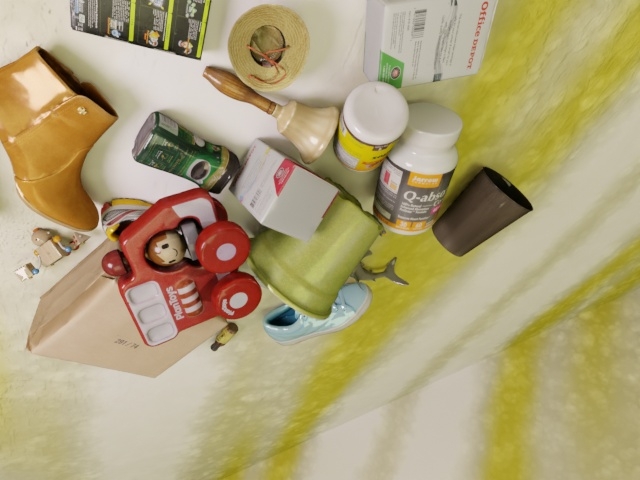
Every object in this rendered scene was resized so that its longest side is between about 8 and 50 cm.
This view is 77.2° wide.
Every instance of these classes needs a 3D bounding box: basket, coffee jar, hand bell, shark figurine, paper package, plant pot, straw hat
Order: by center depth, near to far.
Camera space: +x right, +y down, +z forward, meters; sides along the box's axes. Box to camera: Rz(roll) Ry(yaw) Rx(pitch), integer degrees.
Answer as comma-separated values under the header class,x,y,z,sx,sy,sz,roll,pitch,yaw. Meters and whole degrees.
class,x,y,z,sx,sy,sz,roll,pitch,yaw
straw hat,-0.091,-0.329,0.669,0.145,0.061,0.144,-12,143,-9
hand bell,-0.099,-0.252,0.743,0.242,0.126,0.126,24,123,-26
coffee jar,-0.251,-0.161,0.770,0.184,0.079,0.096,24,119,-40
plant pot,0.000,0.000,0.952,0.254,0.276,0.276,-49,135,12
paper package,-0.452,0.173,0.984,0.310,0.168,0.325,-36,138,16
basket,0.445,-0.070,1.141,0.205,0.154,0.227,15,131,-34
shark figurine,0.137,0.105,1.221,0.166,0.116,0.278,-39,136,21

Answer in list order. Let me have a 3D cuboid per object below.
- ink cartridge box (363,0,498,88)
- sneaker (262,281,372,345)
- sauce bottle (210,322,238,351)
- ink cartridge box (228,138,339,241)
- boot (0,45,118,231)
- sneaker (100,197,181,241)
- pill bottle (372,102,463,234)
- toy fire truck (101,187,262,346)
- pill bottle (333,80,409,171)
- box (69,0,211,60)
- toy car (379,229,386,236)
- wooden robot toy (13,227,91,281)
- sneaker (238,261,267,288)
class,x,y,z,sx,sy,sz,roll,pitch,yaw
ink cartridge box,0.192,-0.373,0.728,0.209,0.086,0.153,-13,139,-10
sneaker,-0.014,0.222,1.264,0.366,0.135,0.150,-28,143,6
sauce bottle,-0.316,0.317,1.303,0.042,0.042,0.128,21,122,-40
ink cartridge box,-0.079,-0.105,0.816,0.127,0.176,0.128,21,105,-43
boot,-0.426,-0.151,0.683,0.211,0.104,0.295,-27,136,6
sneaker,-0.344,-0.033,0.860,0.226,0.092,0.088,-6,136,-21
pill bottle,0.218,-0.158,0.923,0.162,0.162,0.278,-10,139,-14
toy fire truck,-0.275,0.058,0.799,0.254,0.169,0.302,-23,128,-22
pill bottle,0.089,-0.208,0.790,0.117,0.117,0.215,-16,173,-7
box,-0.246,-0.373,0.564,0.184,0.045,0.190,0,134,-28
toy car,0.141,-0.036,1.118,0.122,0.040,0.060,-1,136,-23
wooden robot toy,-0.574,0.010,0.844,0.173,0.076,0.079,-30,104,10
sneaker,-0.190,0.046,1.037,0.091,0.094,0.258,-50,141,8
